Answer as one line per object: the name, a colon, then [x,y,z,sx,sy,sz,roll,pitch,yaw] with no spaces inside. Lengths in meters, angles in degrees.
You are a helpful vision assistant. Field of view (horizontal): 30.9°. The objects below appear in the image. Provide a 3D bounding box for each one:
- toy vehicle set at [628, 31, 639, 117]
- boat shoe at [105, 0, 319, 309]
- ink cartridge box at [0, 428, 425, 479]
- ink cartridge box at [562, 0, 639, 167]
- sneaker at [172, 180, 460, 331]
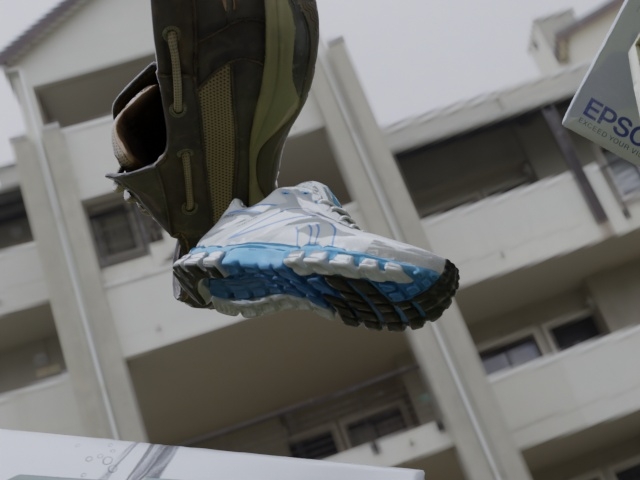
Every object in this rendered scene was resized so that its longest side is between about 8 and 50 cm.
toy vehicle set: [0.217,-0.128,0.575,0.166,0.035,0.267,-63,-1,24]
boat shoe: [-0.094,-0.081,0.868,0.130,0.132,0.355,2,-43,-13]
ink cartridge box: [-0.108,0.186,0.443,0.289,0.211,0.121,3,-53,10]
ink cartridge box: [0.309,-0.121,0.783,0.045,0.223,0.224,-35,-28,-54]
sneaker: [0.000,0.000,0.675,0.191,0.083,0.071,5,-34,37]
